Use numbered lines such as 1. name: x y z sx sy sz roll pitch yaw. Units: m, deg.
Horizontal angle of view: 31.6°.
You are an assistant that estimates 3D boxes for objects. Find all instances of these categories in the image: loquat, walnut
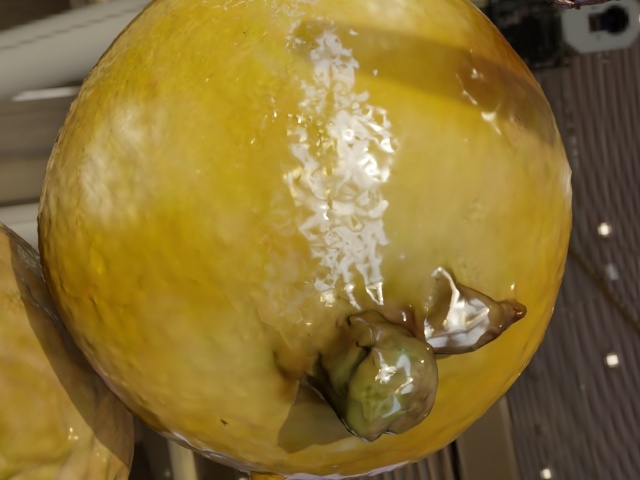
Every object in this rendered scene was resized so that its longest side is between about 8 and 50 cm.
1. loquat: 0.000 0.000 0.679 0.359 0.328 0.328 -113 -159 -58
2. walnut: -0.297 0.116 0.762 0.344 0.306 0.306 59 0 -35

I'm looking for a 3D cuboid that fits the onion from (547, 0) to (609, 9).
1. onion: 0.226 -0.284 0.887 0.159 0.159 0.195 -169 -121 -74
